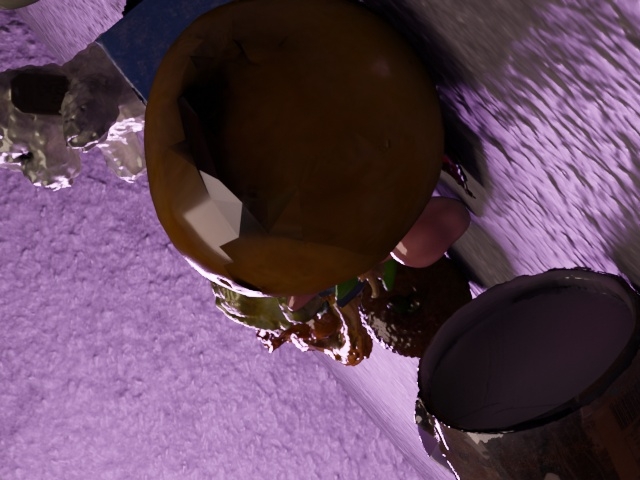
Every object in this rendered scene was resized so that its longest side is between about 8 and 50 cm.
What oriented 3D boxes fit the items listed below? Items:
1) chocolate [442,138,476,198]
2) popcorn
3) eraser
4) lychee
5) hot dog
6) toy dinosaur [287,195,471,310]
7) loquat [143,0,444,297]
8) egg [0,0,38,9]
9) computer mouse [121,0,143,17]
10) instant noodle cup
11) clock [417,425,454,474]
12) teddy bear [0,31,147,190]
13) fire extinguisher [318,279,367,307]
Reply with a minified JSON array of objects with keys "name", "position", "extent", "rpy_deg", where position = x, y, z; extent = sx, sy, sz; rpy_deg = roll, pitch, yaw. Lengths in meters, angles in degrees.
[{"name":"chocolate","position":[0.061,-0.105,1.380],"extent":[0.182,0.028,0.086],"rpy_deg":[45,174,26]},{"name":"popcorn","position":[-0.048,0.039,2.193],"extent":[0.198,0.198,0.212],"rpy_deg":[54,166,-30]},{"name":"eraser","position":[-0.067,-0.116,1.654],"extent":[0.312,0.144,0.042],"rpy_deg":[51,178,-11]},{"name":"lychee","position":[0.095,0.063,1.693],"extent":[0.114,0.114,0.146],"rpy_deg":[49,-175,9]},{"name":"hot dog","position":[-0.005,0.121,2.481],"extent":[0.175,0.114,0.259],"rpy_deg":[13,172,1]},{"name":"toy dinosaur","position":[0.048,0.005,1.556],"extent":[0.177,0.194,0.152],"rpy_deg":[-96,-19,-63]},{"name":"loquat","position":[-0.022,-0.074,1.265],"extent":[0.235,0.235,0.235],"rpy_deg":[49,173,8]},{"name":"egg","position":[-0.407,-0.391,2.164],"extent":[0.183,0.183,0.217],"rpy_deg":[49,174,11]},{"name":"computer mouse","position":[-0.127,-0.209,1.804],"extent":[0.168,0.087,0.295],"rpy_deg":[45,-172,-21]},{"name":"instant noodle cup","position":[0.186,0.150,1.246],"extent":[0.217,0.217,0.207],"rpy_deg":[39,160,57]},{"name":"clock","position":[0.196,0.237,2.039],"extent":[0.172,0.064,0.198],"rpy_deg":[9,-153,-47]},{"name":"teddy bear","position":[-0.305,-0.113,2.274],"extent":[0.375,0.362,0.327],"rpy_deg":[52,174,2]},{"name":"fire extinguisher","position":[0.000,0.000,1.994],"extent":[0.105,0.105,0.269],"rpy_deg":[55,172,-33]}]
